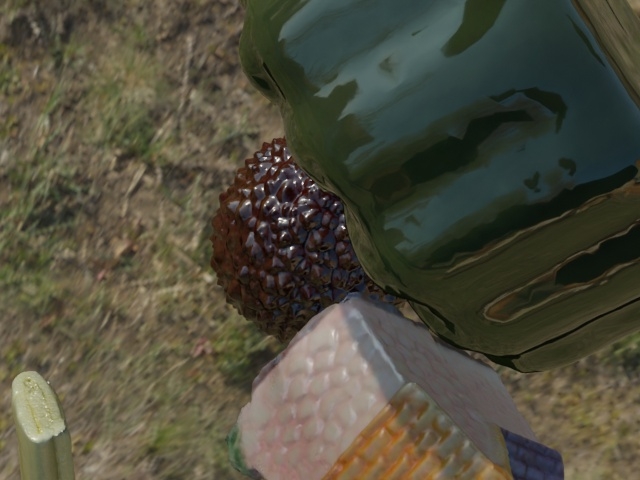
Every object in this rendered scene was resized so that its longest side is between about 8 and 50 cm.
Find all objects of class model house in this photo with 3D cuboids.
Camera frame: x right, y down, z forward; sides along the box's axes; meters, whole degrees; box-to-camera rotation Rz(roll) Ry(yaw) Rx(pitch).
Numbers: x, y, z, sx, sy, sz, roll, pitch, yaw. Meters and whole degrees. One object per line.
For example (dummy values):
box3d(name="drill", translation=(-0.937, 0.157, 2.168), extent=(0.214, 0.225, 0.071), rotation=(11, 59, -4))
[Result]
box3d(name="model house", translation=(0.079, 0.215, 1.205), extent=(0.237, 0.202, 0.237), rotation=(32, 17, -40))

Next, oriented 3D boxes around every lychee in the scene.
box3d(name="lychee", translation=(0.000, 0.000, 1.634), extent=(0.264, 0.300, 0.264), rotation=(1, 39, -1))

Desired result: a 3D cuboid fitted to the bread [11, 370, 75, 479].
box3d(name="bread", translation=(-0.332, 0.263, 1.663), extent=(0.060, 0.178, 0.139), rotation=(-10, 37, -17))

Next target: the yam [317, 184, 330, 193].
box3d(name="yam", translation=(0.077, -0.088, 1.423), extent=(0.179, 0.078, 0.078), rotation=(-5, 74, -26))

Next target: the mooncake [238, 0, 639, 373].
box3d(name="mooncake", translation=(0.101, -0.087, 0.810), extent=(0.351, 0.187, 0.351), rotation=(49, 23, -30))
